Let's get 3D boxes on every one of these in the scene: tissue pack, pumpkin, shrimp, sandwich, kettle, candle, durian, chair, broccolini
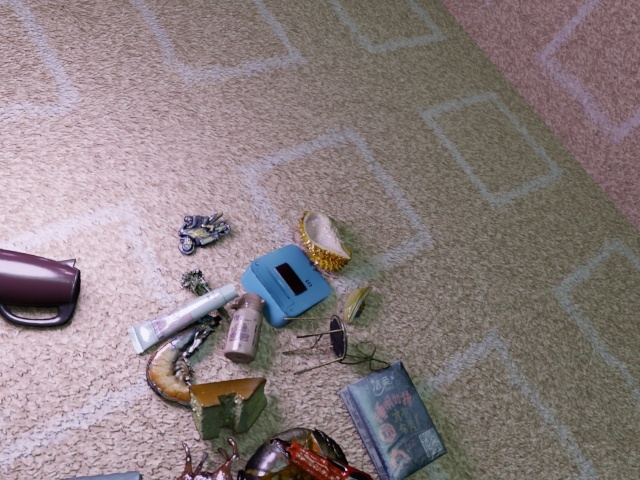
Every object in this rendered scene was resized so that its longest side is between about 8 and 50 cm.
[{"bbox_3d":[0.227,0.559,1.598,0.228,0.103,0.315,-15,68,-31],"label":"tissue pack"},{"bbox_3d":[-0.059,0.661,1.361,0.320,0.192,0.320,11,55,-16],"label":"pumpkin"},{"bbox_3d":[-0.357,0.350,1.507,0.222,0.054,0.290,38,57,4],"label":"shrimp"},{"bbox_3d":[-0.240,0.456,1.437,0.236,0.122,0.128,-4,18,-30],"label":"sandwich"},{"bbox_3d":[-0.788,0.132,1.413,0.232,0.144,0.202,12,77,-19],"label":"kettle"},{"bbox_3d":[0.006,0.567,1.292,0.302,0.059,0.084,32,41,-5],"label":"candle"},{"bbox_3d":[0.001,0.006,1.814,0.183,0.138,0.249,-6,57,-24],"label":"durian"},{"bbox_3d":[0.053,0.316,1.619,0.326,0.170,0.160,-3,18,-19],"label":"chair"},{"bbox_3d":[-0.355,0.168,1.590,0.201,0.074,0.058,45,36,21],"label":"broccolini"}]

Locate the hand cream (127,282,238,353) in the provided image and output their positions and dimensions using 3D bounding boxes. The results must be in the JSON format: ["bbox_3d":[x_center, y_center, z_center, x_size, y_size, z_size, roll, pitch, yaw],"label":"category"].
[{"bbox_3d":[-0.401,0.223,1.529,0.331,0.058,0.085,-28,67,-11],"label":"hand cream"}]

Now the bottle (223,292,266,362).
[{"bbox_3d":[-0.236,0.262,1.588,0.110,0.097,0.209,3,56,6],"label":"bottle"}]

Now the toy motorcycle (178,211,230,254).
[{"bbox_3d":[-0.401,-0.038,1.717,0.193,0.061,0.124,-30,82,-25],"label":"toy motorcycle"}]

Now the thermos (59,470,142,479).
[{"bbox_3d":[-0.565,0.640,1.193,0.287,0.145,0.182,2,58,-20],"label":"thermos"}]

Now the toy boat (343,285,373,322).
[{"bbox_3d":[0.129,0.216,1.788,0.066,0.065,0.172,48,52,-18],"label":"toy boat"}]

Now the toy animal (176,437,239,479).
[{"bbox_3d":[-0.324,0.629,1.292,0.260,0.244,0.087,-87,153,-55],"label":"toy animal"}]

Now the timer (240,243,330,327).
[{"bbox_3d":[-0.111,0.146,1.738,0.250,0.091,0.232,-25,72,-45],"label":"timer"}]
